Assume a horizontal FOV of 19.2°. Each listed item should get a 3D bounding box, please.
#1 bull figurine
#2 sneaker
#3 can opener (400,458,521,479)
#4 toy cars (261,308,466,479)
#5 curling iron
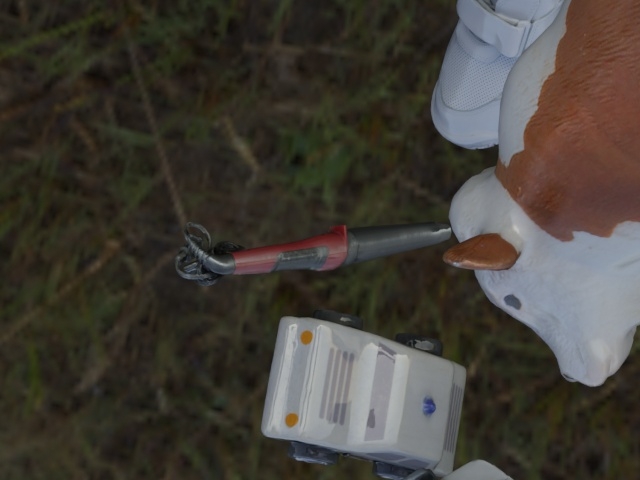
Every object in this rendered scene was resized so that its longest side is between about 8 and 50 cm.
[{"bbox_3d":[0.159,-0.082,0.580,0.188,0.101,0.310,22,101,19],"label":"bull figurine"},{"bbox_3d":[0.160,-0.255,1.714,0.210,0.137,0.366,10,120,-42],"label":"sneaker"},{"bbox_3d":[-0.011,0.200,0.902,0.280,0.074,0.093,-30,132,0],"label":"can opener"},{"bbox_3d":[0.088,0.192,1.305,0.087,0.176,0.393,2,127,39],"label":"toy cars"},{"bbox_3d":[0.000,0.000,1.514,0.274,0.068,0.035,-7,122,-36],"label":"curling iron"}]
